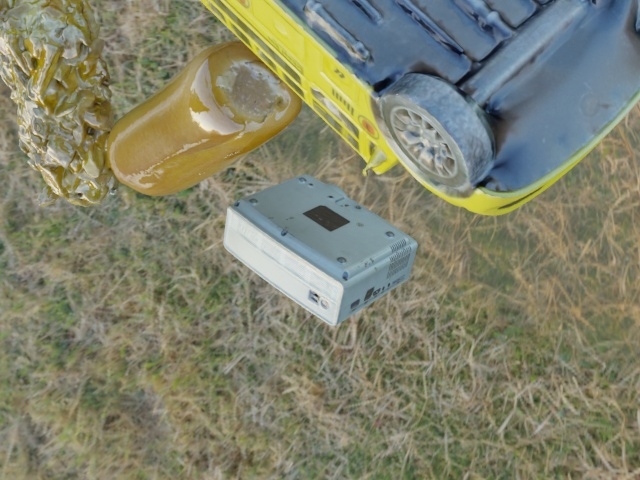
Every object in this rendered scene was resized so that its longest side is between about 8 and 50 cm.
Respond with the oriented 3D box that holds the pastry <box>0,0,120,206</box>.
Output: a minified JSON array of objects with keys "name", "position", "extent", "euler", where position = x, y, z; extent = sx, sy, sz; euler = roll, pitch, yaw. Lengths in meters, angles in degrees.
[{"name":"pastry","position":[-0.283,-0.149,0.789],"extent":[0.154,0.102,0.250],"euler":[45,145,31]}]

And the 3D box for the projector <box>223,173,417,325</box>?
[{"name":"projector","position":[0.000,0.000,0.677],"extent":[0.147,0.115,0.061],"euler":[34,129,29]}]

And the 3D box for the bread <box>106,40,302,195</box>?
[{"name":"bread","position":[-0.110,-0.092,0.615],"extent":[0.092,0.074,0.239],"euler":[33,154,-25]}]

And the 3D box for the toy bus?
[{"name":"toy bus","position":[0.017,-0.151,0.406],"extent":[0.144,0.152,0.330],"euler":[-42,78,-13]}]
